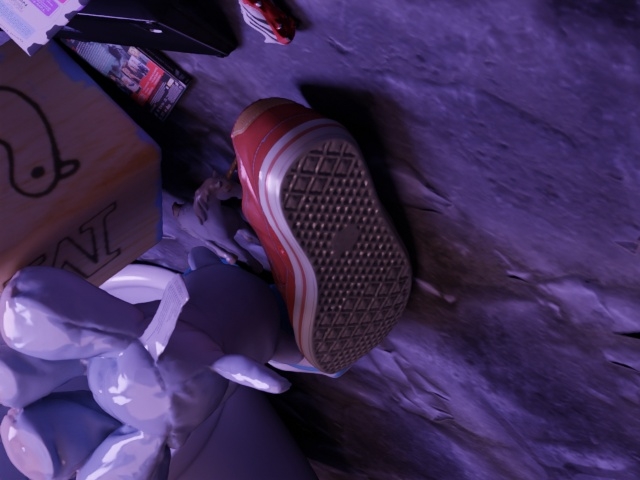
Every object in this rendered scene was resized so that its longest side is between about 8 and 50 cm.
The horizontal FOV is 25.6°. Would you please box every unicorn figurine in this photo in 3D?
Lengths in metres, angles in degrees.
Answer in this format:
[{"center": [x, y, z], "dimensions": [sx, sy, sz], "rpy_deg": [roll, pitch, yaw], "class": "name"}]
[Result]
[{"center": [-0.093, -0.019, 1.334], "dimensions": [0.111, 0.060, 0.162], "rpy_deg": [40, 150, -27], "class": "unicorn figurine"}]

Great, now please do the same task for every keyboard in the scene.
[{"center": [-0.243, -0.196, 1.133], "dimensions": [0.317, 0.033, 0.201], "rpy_deg": [10, 177, 29], "class": "keyboard"}]

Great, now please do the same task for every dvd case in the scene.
[{"center": [-0.174, -0.160, 1.248], "dimensions": [0.119, 0.013, 0.087], "rpy_deg": [38, 155, -6], "class": "dvd case"}]

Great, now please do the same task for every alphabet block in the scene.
[{"center": [-0.281, -0.046, 1.321], "dimensions": [0.192, 0.197, 0.193], "rpy_deg": [44, 157, 18], "class": "alphabet block"}]

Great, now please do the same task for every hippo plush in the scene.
[{"center": [-0.151, 0.084, 1.283], "dimensions": [0.234, 0.236, 0.294], "rpy_deg": [44, 122, 0], "class": "hippo plush"}]

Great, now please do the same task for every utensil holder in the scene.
[{"center": [-0.194, 0.270, 1.659], "dimensions": [0.328, 0.327, 0.385], "rpy_deg": [17, 151, 34], "class": "utensil holder"}]

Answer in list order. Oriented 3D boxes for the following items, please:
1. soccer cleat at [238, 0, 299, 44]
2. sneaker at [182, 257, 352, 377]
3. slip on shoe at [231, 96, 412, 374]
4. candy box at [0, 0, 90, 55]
[{"center": [-0.049, -0.177, 1.048], "dimensions": [0.036, 0.029, 0.083], "rpy_deg": [1, 142, 45], "class": "soccer cleat"}, {"center": [-0.067, 0.085, 1.454], "dimensions": [0.229, 0.087, 0.092], "rpy_deg": [17, 151, 39], "class": "sneaker"}, {"center": [0.000, 0.000, 1.212], "dimensions": [0.101, 0.123, 0.331], "rpy_deg": [47, 165, 37], "class": "slip on shoe"}, {"center": [-0.135, -0.222, 0.916], "dimensions": [0.070, 0.165, 0.196], "rpy_deg": [43, 153, -14], "class": "candy box"}]
